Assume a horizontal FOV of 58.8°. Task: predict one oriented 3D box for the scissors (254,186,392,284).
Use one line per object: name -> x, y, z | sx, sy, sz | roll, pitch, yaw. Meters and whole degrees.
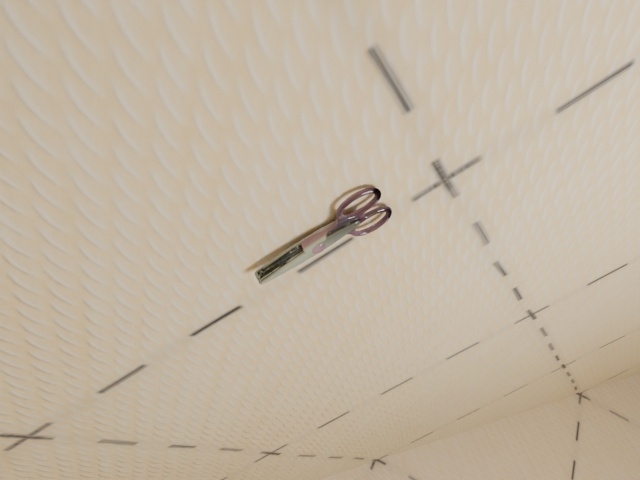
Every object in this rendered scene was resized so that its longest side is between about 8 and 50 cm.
scissors -> 0.000, 0.000, 0.654 | 0.176, 0.022, 0.085 | -32, 149, 8
